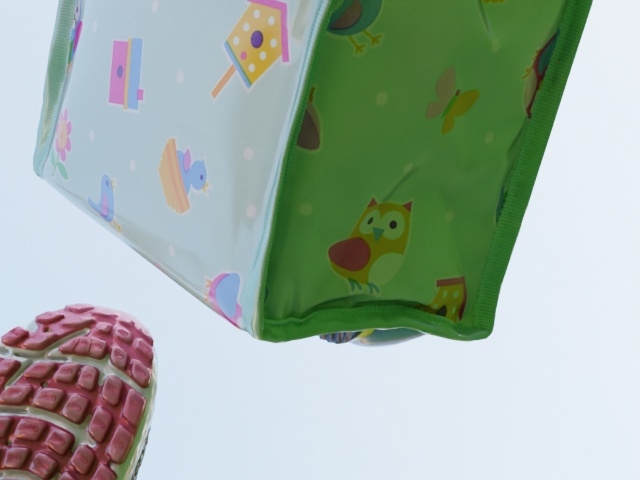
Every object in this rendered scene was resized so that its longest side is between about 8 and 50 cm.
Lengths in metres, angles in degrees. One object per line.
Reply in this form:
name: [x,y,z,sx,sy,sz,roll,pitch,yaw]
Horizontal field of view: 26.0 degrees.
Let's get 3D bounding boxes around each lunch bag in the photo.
lunch bag: [-0.008,-0.114,0.580,0.160,0.223,0.262,0,-69,-35]

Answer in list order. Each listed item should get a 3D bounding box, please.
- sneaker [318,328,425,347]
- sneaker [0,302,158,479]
sneaker: [0.000,0.000,0.823,0.082,0.209,0.069,1,-64,-38]
sneaker: [-0.172,0.178,0.806,0.299,0.121,0.112,-68,-20,2]
